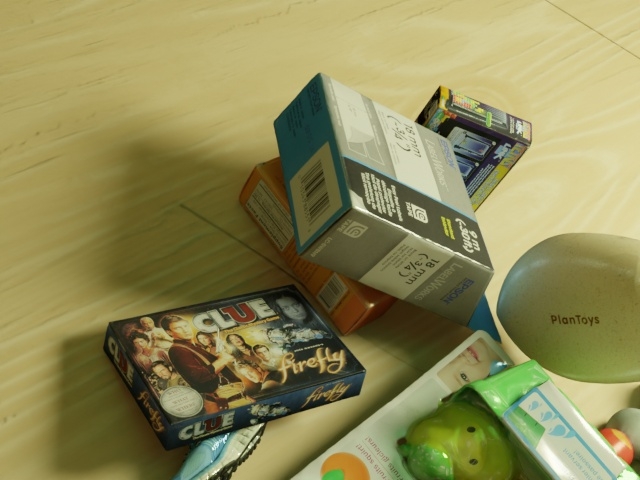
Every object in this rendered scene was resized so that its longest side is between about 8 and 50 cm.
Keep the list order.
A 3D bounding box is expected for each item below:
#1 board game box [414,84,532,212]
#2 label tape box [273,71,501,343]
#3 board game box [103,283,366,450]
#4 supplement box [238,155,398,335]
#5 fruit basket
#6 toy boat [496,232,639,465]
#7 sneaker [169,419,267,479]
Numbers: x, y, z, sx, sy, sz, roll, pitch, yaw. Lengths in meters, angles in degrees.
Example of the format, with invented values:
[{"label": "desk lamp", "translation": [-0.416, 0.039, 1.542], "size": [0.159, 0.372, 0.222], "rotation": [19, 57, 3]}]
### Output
[{"label": "board game box", "translation": [0.184, -0.117, 1.482], "size": [0.141, 0.170, 0.048], "rotation": [20, 48, -15]}, {"label": "label tape box", "translation": [0.114, -0.038, 1.347], "size": [0.334, 0.106, 0.240], "rotation": [23, 37, -32]}, {"label": "board game box", "translation": [-0.094, 0.132, 1.205], "size": [0.243, 0.042, 0.165], "rotation": [-11, 42, -33]}, {"label": "supplement box", "translation": [0.000, 0.000, 1.364], "size": [0.078, 0.080, 0.233], "rotation": [-25, 72, -39]}, {"label": "fruit basket", "translation": [0.173, 0.301, 1.177], "size": [0.353, 0.165, 0.327], "rotation": [-30, 74, -36]}, {"label": "toy boat", "translation": [0.353, 0.140, 1.354], "size": [0.148, 0.267, 0.318], "rotation": [-21, 107, -42]}, {"label": "sneaker", "translation": [-0.125, 0.227, 1.155], "size": [0.073, 0.063, 0.162], "rotation": [31, 40, 14]}]
